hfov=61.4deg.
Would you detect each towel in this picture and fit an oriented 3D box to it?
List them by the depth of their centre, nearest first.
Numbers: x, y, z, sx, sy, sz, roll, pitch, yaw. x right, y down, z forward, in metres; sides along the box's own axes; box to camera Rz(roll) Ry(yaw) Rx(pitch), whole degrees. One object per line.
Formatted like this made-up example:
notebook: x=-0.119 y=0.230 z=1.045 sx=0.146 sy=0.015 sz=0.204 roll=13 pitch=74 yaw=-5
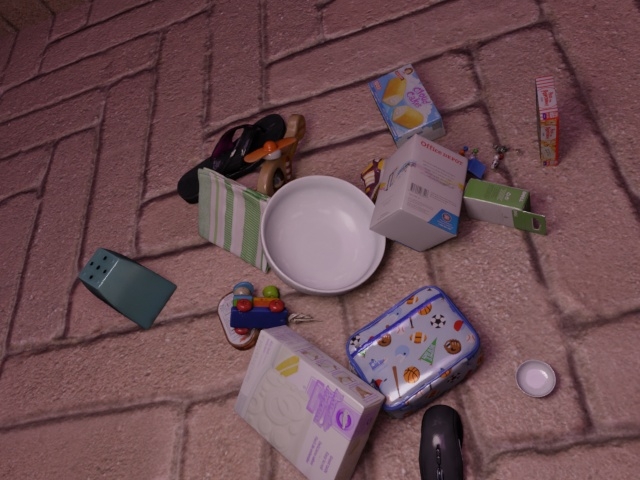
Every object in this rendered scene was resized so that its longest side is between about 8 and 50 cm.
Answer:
towel: x=-0.263 y=-0.064 z=1.636 sx=0.325 sy=0.248 sz=0.038 roll=25 pitch=32 yaw=32

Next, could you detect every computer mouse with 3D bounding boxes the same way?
computer mouse: x=0.295 y=0.487 z=1.161 sx=0.184 sy=0.060 sz=0.262 roll=-1 pitch=62 yaw=24

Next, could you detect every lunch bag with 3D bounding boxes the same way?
lunch bag: x=0.214 y=0.262 z=1.297 sx=0.303 sy=0.115 sz=0.243 roll=-34 pitch=52 yaw=1

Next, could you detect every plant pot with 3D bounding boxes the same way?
plant pot: x=-0.599 y=0.133 z=1.643 sx=0.165 sy=0.234 sz=0.165 roll=22 pitch=72 yaw=31

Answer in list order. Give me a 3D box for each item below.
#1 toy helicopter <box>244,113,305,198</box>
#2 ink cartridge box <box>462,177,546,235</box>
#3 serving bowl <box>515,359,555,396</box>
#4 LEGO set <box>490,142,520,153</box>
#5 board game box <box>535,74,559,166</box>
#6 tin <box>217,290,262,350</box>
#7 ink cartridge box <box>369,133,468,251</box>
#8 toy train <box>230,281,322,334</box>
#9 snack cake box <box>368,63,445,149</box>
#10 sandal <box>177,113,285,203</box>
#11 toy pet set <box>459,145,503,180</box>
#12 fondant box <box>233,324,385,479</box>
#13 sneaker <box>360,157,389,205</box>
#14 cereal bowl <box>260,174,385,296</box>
toy helicopter: x=-0.123 y=-0.259 z=1.667 sx=0.140 sy=0.235 sz=0.355 roll=7 pitch=62 yaw=22
ink cartridge box: x=0.481 y=-0.086 z=1.384 sx=0.209 sy=0.109 sz=0.062 roll=18 pitch=71 yaw=30
serving bowl: x=0.480 y=0.310 z=1.203 sx=0.083 sy=0.027 sz=0.083 roll=-11 pitch=58 yaw=18
LEGO set: x=0.516 y=-0.252 z=1.509 sx=0.083 sy=0.054 sz=0.023 roll=25 pitch=111 yaw=33
board game box: x=0.593 y=-0.309 z=1.413 sx=0.045 sy=0.193 sz=0.147 roll=-5 pitch=61 yaw=20
tin: x=-0.236 y=0.228 z=1.556 sx=0.106 sy=0.040 sz=0.190 roll=-35 pitch=54 yaw=6
ink cartridge box: x=0.260 y=-0.122 z=1.426 sx=0.171 sy=0.168 sz=0.233 roll=23 pitch=65 yaw=-15
toy train: x=-0.127 y=0.182 z=1.509 sx=0.248 sy=0.105 sz=0.143 roll=3 pitch=33 yaw=-12
snack cake box: x=0.266 y=-0.411 z=1.678 sx=0.152 sy=0.089 sz=0.264 roll=-25 pitch=55 yaw=9
sandal: x=-0.309 y=-0.291 z=1.843 sx=0.446 sy=0.107 sz=0.167 roll=-38 pitch=54 yaw=-1
toy pet set: x=0.434 y=-0.226 z=1.512 sx=0.122 sy=0.065 sz=0.114 roll=20 pitch=71 yaw=31
fondant box: x=-0.038 y=0.388 z=1.279 sx=0.330 sy=0.096 sz=0.238 roll=29 pitch=107 yaw=32
sneaker: x=0.154 y=-0.163 z=1.601 sx=0.084 sy=0.069 sz=0.185 roll=2 pitch=56 yaw=34
cereal bowl: x=0.000 y=0.000 z=1.485 sx=0.339 sy=0.141 sz=0.339 roll=3 pitch=69 yaw=-8
